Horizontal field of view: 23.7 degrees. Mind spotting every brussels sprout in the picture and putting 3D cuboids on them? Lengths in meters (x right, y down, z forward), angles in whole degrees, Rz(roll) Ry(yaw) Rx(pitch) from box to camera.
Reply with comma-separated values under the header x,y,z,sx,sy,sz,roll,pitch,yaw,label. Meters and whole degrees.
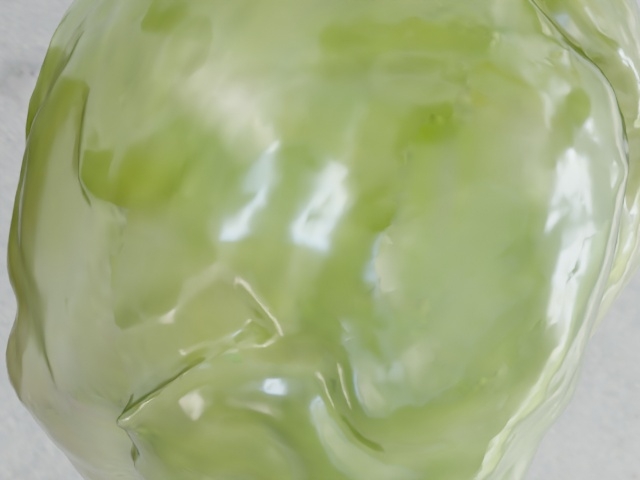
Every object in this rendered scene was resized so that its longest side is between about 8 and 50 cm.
x,y,z,sx,sy,sz,roll,pitch,yaw,label
0.004,-0.013,0.592,0.242,0.316,0.274,17,71,-14,brussels sprout
